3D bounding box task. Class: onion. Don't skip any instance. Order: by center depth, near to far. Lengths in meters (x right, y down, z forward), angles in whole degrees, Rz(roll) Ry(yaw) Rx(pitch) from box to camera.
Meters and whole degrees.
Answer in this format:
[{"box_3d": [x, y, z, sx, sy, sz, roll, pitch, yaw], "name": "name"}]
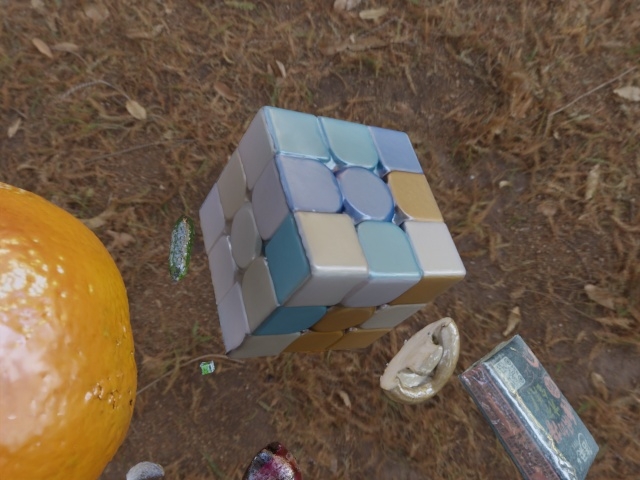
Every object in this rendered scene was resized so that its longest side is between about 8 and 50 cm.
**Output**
[{"box_3d": [-0.151, 0.672, 1.531, 0.140, 0.195, 0.218, 42, 54, 18], "name": "onion"}]

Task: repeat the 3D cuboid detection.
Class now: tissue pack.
[{"box_3d": [0.469, 0.386, 1.250, 0.103, 0.228, 0.315, -44, 71, 37], "name": "tissue pack"}]

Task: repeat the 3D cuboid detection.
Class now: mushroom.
[{"box_3d": [0.305, 0.359, 1.589, 0.286, 0.156, 0.151, -44, 104, -13], "name": "mushroom"}]

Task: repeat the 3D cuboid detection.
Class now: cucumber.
[{"box_3d": [-0.401, 0.023, 1.609, 0.069, 0.069, 0.227, -4, 57, 5], "name": "cucumber"}]

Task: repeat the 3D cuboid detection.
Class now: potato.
[{"box_3d": [-0.367, 0.486, 1.194, 0.093, 0.036, 0.037, -18, 79, 17], "name": "potato"}]

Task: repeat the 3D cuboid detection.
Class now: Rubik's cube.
[{"box_3d": [0.000, 0.000, 1.083, 0.344, 0.347, 0.346, 3, 58, -35], "name": "Rubik's cube"}]

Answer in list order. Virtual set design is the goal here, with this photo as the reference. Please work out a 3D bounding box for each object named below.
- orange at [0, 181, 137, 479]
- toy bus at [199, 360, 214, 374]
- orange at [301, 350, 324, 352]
[{"box_3d": [-0.386, 0.133, 0.626, 0.326, 0.424, 0.423, -3, 86, -32], "name": "orange"}, {"box_3d": [-0.331, 0.372, 1.645, 0.037, 0.083, 0.031, -14, 87, -7], "name": "toy bus"}, {"box_3d": [-0.038, 0.164, 1.661, 0.341, 0.293, 0.340, -3, 74, 10], "name": "orange"}]
